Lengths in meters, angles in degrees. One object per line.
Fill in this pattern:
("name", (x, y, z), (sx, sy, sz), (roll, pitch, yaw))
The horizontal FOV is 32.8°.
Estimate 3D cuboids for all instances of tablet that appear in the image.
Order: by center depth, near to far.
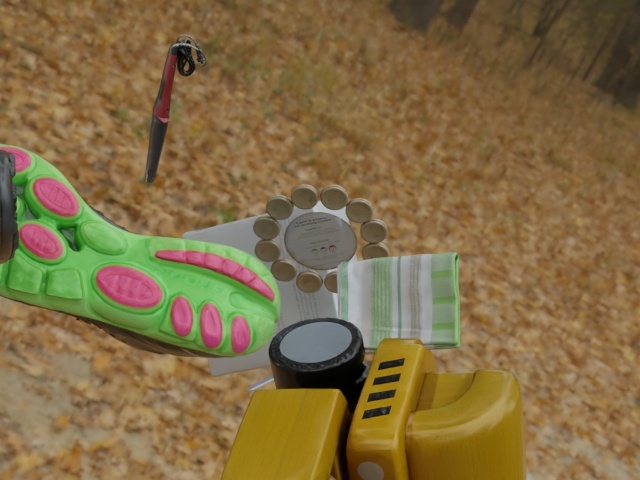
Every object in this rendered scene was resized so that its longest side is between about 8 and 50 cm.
("tablet", (-0.094, 0.257, 2.000), (0.006, 0.083, 0.054), (66, -10, -1))

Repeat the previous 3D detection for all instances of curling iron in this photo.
("curling iron", (-0.255, -0.216, 1.837), (0.068, 0.274, 0.035), (9, 27, -25))

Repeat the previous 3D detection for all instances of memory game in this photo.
("memory game", (0.000, 0.000, 1.450), (0.186, 0.186, 0.012), (23, 37, -11))

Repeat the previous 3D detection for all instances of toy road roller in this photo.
("toy road roller", (0.058, 0.219, 0.985), (0.241, 0.202, 0.329), (-2, 28, 16))

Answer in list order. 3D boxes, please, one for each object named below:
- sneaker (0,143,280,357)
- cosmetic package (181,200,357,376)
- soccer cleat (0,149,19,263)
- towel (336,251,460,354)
("sneaker", (-0.292, 0.041, 1.358), (0.483, 0.185, 0.202), (26, -26, -6))
("cosmetic package", (-0.061, 0.071, 1.646), (0.225, 0.224, 0.138), (-13, -2, 23))
("soccer cleat", (-0.369, -0.034, 1.057), (0.116, 0.108, 0.318), (0, 2, -28))
("towel", (0.087, 0.072, 1.246), (0.152, 0.113, 0.023), (-7, -12, 29))
